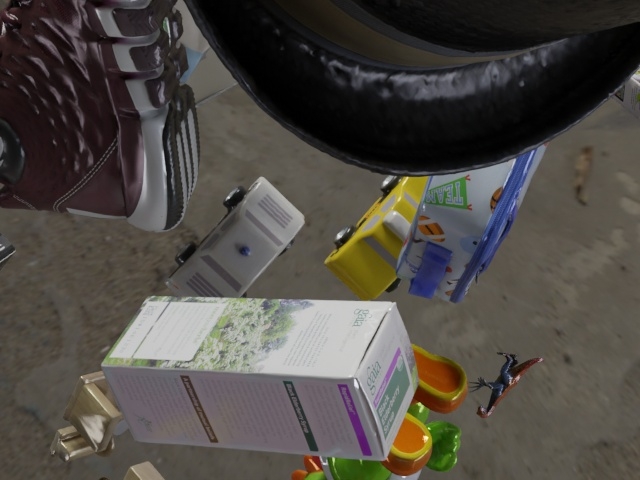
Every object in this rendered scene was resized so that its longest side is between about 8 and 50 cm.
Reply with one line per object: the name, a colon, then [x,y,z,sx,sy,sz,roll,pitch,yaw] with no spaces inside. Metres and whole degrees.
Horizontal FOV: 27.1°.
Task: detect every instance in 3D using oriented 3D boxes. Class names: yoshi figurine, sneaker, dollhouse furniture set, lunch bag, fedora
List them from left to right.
sneaker: [-0.161,-0.133,0.716,0.163,0.106,0.281,-1,112,7]
dollhouse furniture set: [-0.180,0.229,1.367,0.151,0.123,0.144,44,122,27]
yoshi figurine: [0.080,0.302,1.552,0.204,0.203,0.362,0,139,-19]
lunch bag: [0.172,-0.056,1.483,0.115,0.303,0.243,22,73,5]
fedora: [0.100,-0.168,0.460,0.334,0.153,0.333,-9,105,-38]

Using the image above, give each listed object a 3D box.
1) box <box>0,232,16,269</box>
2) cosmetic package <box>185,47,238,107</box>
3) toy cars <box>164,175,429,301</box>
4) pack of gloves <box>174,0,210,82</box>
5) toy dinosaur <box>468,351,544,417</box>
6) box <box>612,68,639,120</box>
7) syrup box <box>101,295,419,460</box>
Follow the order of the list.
box: [-0.510,0.007,1.501,0.216,0.270,0.060,46,130,0]
cosmetic package: [-0.225,-0.292,1.555,0.296,0.153,0.129,39,130,13]
toy cars: [0.000,0.000,1.670,0.394,0.087,0.176,-7,93,-16]
pack of gloves: [-0.204,-0.229,1.315,0.195,0.232,0.046,22,68,-15]
toy dinosaur: [0.218,0.176,1.600,0.090,0.047,0.082,6,86,18]
box: [0.358,-0.168,1.218,0.207,0.114,0.036,-18,131,-18]
syrup box: [-0.049,0.110,1.088,0.237,0.093,0.096,1,128,26]
